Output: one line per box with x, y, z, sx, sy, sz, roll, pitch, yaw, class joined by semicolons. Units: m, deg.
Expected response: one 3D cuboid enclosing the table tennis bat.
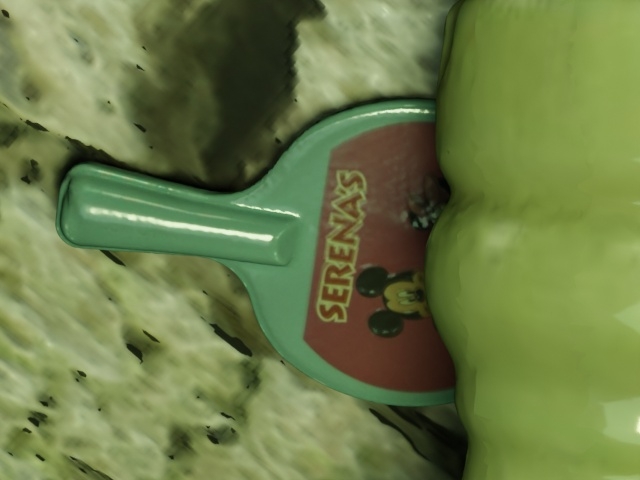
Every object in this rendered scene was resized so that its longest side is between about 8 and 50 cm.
0.000;0.000;0.916;0.244;0.040;0.153;9;111;-4;table tennis bat

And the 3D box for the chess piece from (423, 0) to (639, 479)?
0.110;0.123;0.801;0.234;0.234;0.442;6;89;2;chess piece
